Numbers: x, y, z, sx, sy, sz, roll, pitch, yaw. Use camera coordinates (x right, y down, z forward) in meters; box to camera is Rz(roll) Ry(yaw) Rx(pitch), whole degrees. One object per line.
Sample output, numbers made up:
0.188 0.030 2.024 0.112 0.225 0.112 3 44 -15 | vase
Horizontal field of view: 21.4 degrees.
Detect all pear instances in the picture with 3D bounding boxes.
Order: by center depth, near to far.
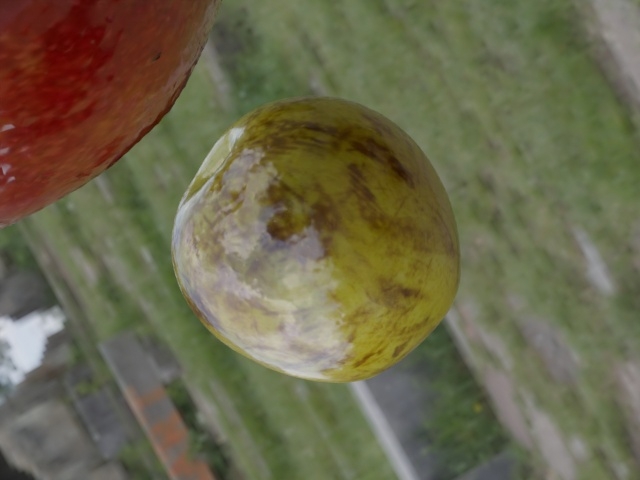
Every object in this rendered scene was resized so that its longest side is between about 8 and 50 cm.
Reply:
0.000 0.000 1.574 0.280 0.281 0.281 60 176 8 | pear

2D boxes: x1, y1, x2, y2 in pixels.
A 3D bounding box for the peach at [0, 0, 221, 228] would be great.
-0.239 -0.152 0.813 0.310 0.406 0.335 39 -142 -76 | peach
